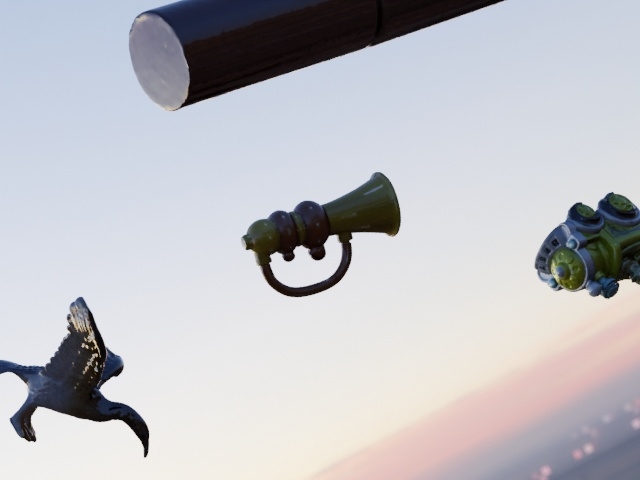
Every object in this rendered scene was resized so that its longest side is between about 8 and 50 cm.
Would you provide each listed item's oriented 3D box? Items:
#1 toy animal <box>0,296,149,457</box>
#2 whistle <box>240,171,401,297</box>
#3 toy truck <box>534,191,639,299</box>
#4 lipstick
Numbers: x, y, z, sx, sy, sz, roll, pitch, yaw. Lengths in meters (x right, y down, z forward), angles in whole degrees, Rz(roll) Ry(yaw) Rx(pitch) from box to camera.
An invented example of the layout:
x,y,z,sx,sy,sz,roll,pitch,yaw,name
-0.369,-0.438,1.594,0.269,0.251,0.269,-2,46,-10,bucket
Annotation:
x,y,z,sx,sy,sz,roll,pitch,yaw,name
-0.282,0.181,2.252,0.160,0.197,0.272,-26,-1,3,toy animal
-0.001,-0.002,1.305,0.109,0.046,0.057,-21,-54,-18,whistle
0.233,0.014,1.599,0.111,0.077,0.076,-17,-38,-39,toy truck
0.053,-0.144,1.067,0.356,0.057,0.057,-23,-9,-36,lipstick
